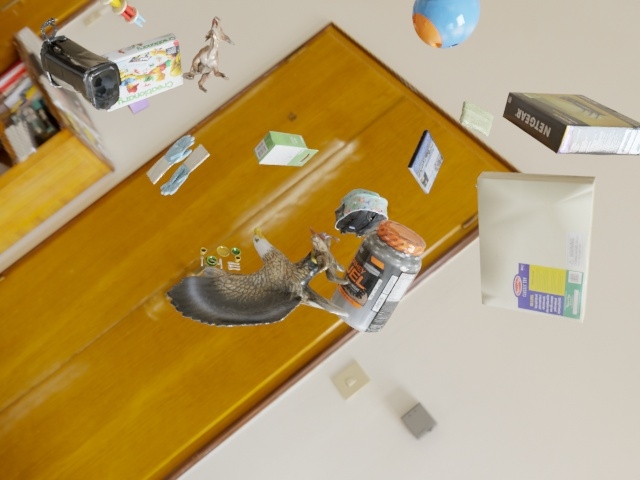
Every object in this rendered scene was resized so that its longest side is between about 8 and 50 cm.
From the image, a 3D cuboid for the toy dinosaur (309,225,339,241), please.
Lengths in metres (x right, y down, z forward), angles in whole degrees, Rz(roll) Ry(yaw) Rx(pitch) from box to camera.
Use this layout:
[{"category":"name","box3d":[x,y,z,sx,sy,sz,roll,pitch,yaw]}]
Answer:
[{"category":"toy dinosaur","box3d":[0.000,0.000,1.296,0.090,0.047,0.082,25,2,6]}]

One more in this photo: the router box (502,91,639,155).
[{"category":"router box","box3d":[0.695,-0.331,1.390,0.308,0.243,0.081,-108,-161,-57]}]

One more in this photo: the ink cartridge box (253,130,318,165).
[{"category":"ink cartridge box","box3d":[-0.122,-0.323,1.782,0.209,0.109,0.062,-4,64,-46]}]

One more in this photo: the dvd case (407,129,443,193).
[{"category":"dvd case","box3d":[0.450,-0.330,2.123,0.022,0.180,0.253,19,-10,34]}]

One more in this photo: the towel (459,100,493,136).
[{"category":"towel","box3d":[0.626,-0.491,2.004,0.148,0.110,0.027,21,-18,-17]}]

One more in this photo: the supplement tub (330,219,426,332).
[{"category":"supplement tub","box3d":[0.191,0.115,1.634,0.207,0.338,0.207,24,21,-9]}]

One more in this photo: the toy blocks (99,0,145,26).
[{"category":"toy blocks","box3d":[-0.569,-0.717,1.483,0.054,0.123,0.148,21,0,23]}]

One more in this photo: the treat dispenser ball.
[{"category":"treat dispenser ball","box3d":[0.543,-0.986,2.168,0.288,0.288,0.288,52,-3,4]}]

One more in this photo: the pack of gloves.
[{"category":"pack of gloves","box3d":[-0.518,-0.273,1.847,0.195,0.232,0.046,46,3,36]}]

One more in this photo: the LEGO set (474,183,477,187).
[{"category":"LEGO set","box3d":[0.719,-0.230,2.203,0.083,0.054,0.023,44,9,-10]}]

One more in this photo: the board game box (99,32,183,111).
[{"category":"board game box","box3d":[-0.634,-0.590,1.752,0.053,0.305,0.193,47,-28,21]}]

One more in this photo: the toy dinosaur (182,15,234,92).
[{"category":"toy dinosaur","box3d":[-0.422,-0.689,1.878,0.127,0.200,0.296,18,-17,-37]}]

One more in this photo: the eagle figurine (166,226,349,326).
[{"category":"eagle figurine","box3d":[-0.109,0.082,0.983,0.226,0.298,0.225,55,8,-43]}]

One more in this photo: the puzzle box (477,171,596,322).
[{"category":"puzzle box","box3d":[0.560,0.019,1.322,0.272,0.052,0.408,8,-56,33]}]

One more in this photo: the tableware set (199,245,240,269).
[{"category":"tableware set","box3d":[-0.362,0.055,1.816,0.154,0.024,0.104,9,47,-26]}]

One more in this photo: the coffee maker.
[{"category":"coffee maker","box3d":[-0.606,-0.432,1.253,0.178,0.120,0.171,29,-19,20]}]

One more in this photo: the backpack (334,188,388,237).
[{"category":"backpack","box3d":[0.209,-0.142,2.453,0.225,0.191,0.253,13,-22,-20]}]

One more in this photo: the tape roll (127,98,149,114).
[{"category":"tape roll","box3d":[-0.830,-0.649,2.167,0.189,0.080,0.189,51,-13,17]}]
